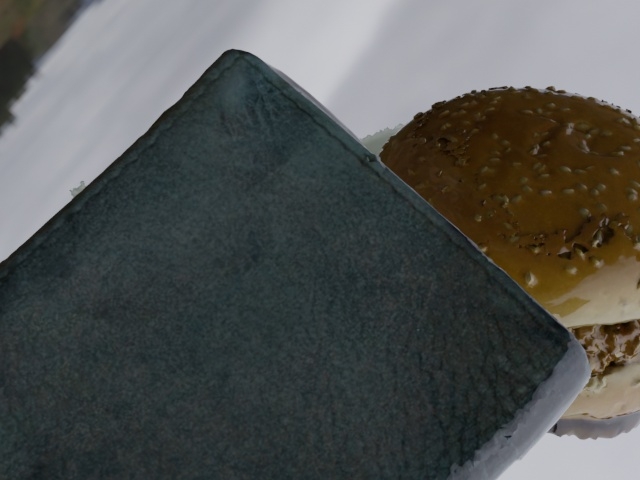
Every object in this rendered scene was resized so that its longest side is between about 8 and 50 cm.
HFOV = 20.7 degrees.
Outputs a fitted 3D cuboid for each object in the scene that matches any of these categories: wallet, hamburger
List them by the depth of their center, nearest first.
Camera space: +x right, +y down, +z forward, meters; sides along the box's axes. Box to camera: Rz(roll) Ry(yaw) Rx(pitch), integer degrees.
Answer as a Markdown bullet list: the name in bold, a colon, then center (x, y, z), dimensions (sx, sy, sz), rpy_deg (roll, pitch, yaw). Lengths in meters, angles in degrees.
- **wallet**: center (-0.090, 0.108, 0.601), dimensions (0.379, 0.191, 0.046), rpy_deg (-44, 171, -19)
- **hamburger**: center (0.106, -0.004, 0.864), dimensions (0.191, 0.182, 0.118), rpy_deg (-111, -153, -55)

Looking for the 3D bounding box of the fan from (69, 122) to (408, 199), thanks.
- **fan**: center (0.000, 0.000, 1.138), dimensions (0.009, 0.329, 0.190), rpy_deg (-109, -150, -69)
